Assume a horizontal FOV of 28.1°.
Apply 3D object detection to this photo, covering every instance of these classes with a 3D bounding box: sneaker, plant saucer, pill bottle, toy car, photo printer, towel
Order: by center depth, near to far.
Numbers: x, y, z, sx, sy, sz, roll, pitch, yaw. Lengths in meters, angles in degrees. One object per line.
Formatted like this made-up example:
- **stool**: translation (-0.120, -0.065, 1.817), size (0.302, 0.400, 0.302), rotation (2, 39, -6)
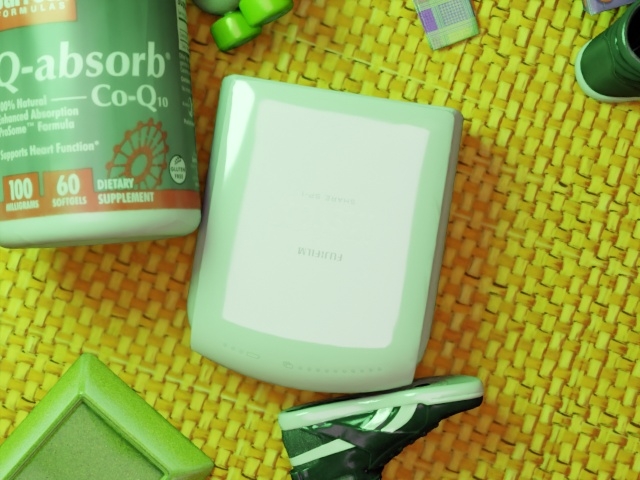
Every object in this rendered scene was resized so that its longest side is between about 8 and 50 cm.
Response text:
- **pill bottle**: translation (-0.235, -0.178, 1.269), size (0.210, 0.210, 0.363), rotation (-5, 89, 0)
- **sneaker**: translation (0.417, -0.210, 1.302), size (0.295, 0.147, 0.105), rotation (-14, 87, -2)
- **photo printer**: translation (0.000, 0.000, 1.317), size (0.256, 0.107, 0.308), rotation (10, 89, 0)
- **sneaker**: translation (0.072, 0.215, 1.334), size (0.216, 0.079, 0.121), rotation (-12, 92, 8)
- **toy car**: translation (-0.044, -0.310, 1.335), size (0.188, 0.149, 0.155), rotation (-27, 93, -29)
- **plant saucer**: translation (-0.242, 0.247, 1.344), size (0.188, 0.045, 0.188), rotation (41, 89, 1)
- **towel**: translation (0.132, -0.251, 1.371), size (0.060, 0.009, 0.083), rotation (-20, 90, -1)

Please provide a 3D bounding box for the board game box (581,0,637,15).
- **board game box**: translation (0.325, -0.419, 1.264), size (0.208, 0.056, 0.347), rotation (-16, 106, 2)
